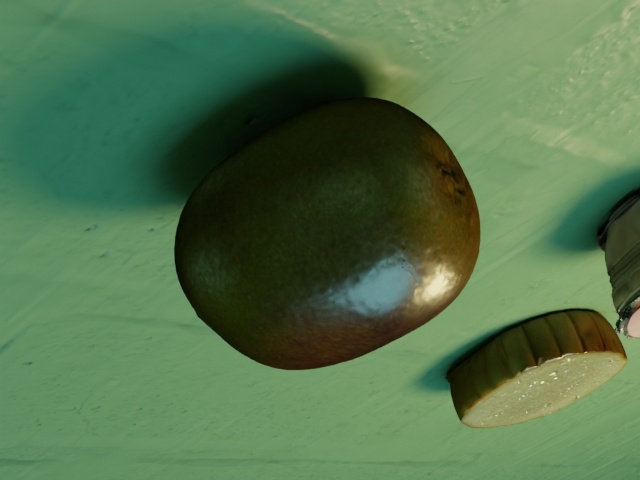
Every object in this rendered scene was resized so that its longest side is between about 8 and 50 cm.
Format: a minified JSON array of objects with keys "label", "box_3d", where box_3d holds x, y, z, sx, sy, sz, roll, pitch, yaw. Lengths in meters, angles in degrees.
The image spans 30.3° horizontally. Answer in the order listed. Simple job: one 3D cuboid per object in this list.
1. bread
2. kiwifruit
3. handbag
[{"label":"bread","box_3d":[0.283,0.172,1.559,0.236,0.070,0.236,-15,153,-8]},{"label":"kiwifruit","box_3d":[0.000,0.000,0.899,0.234,0.196,0.196,-32,151,22]},{"label":"handbag","box_3d":[0.393,0.010,1.265,0.179,0.116,0.205,-5,152,-25]}]
